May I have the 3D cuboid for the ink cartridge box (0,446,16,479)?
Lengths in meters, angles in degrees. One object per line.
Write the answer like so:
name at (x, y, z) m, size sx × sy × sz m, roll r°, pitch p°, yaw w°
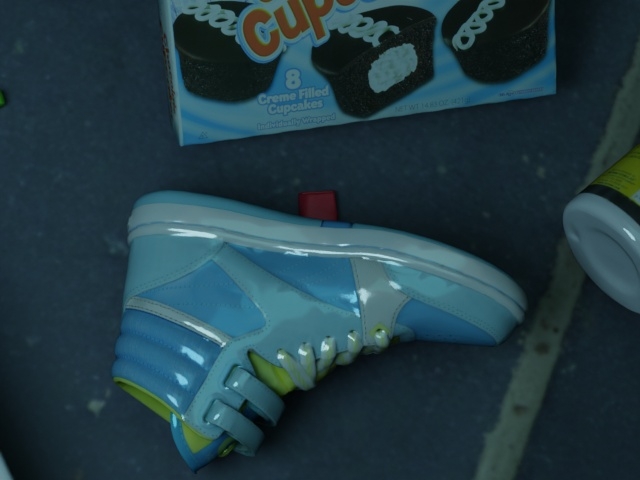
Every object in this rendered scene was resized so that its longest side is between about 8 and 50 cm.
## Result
ink cartridge box at (-0.330, 0.209, 1.307) m, size 0.226 × 0.131 × 0.306 m, roll -24°, pitch 79°, yaw -14°

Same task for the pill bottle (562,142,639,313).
pill bottle at (0.310, -0.044, 1.484) m, size 0.208 × 0.119 × 0.119 m, roll -38°, pitch 82°, yaw -17°

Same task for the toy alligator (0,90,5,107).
toy alligator at (-0.345, -0.095, 1.440) m, size 0.190 × 0.051 × 0.056 m, roll -16°, pitch 75°, yaw -13°

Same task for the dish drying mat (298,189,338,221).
dish drying mat at (0.000, 0.000, 1.484) m, size 0.032 × 0.008 × 0.083 m, roll -3°, pitch 74°, yaw -7°

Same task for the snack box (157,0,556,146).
snack box at (0.031, -0.192, 1.467) m, size 0.322 × 0.060 × 0.187 m, roll -9°, pitch 114°, yaw -11°

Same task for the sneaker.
sneaker at (-0.011, 0.092, 1.390) m, size 0.319 × 0.127 × 0.208 m, roll 10°, pitch 71°, yaw 8°
